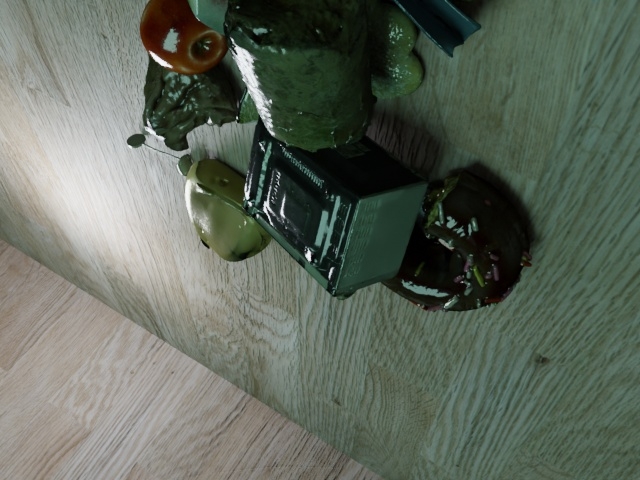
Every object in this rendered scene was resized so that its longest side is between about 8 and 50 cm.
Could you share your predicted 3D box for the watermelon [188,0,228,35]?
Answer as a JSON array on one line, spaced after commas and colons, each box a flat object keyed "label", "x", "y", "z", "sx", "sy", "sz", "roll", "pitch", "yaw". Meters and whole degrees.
[{"label": "watermelon", "x": -0.118, "y": -0.442, "z": 1.024, "sx": 0.232, "sy": 0.193, "sz": 0.310, "roll": 0, "pitch": 104, "yaw": 68}]

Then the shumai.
[{"label": "shumai", "x": -0.292, "y": -0.294, "z": 1.396, "sx": 0.184, "sy": 0.185, "sz": 0.218, "roll": 9, "pitch": 141, "yaw": 40}]

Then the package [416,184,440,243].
[{"label": "package", "x": 0.195, "y": -0.059, "z": 1.366, "sx": 0.171, "sy": 0.027, "sz": 0.173, "roll": 24, "pitch": 149, "yaw": 17}]

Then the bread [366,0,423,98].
[{"label": "bread", "x": 0.040, "y": -0.343, "z": 1.098, "sx": 0.286, "sy": 0.056, "sz": 0.207, "roll": 27, "pitch": 151, "yaw": 16}]

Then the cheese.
[{"label": "cheese", "x": -0.234, "y": -0.053, "z": 1.758, "sx": 0.259, "sy": 0.128, "sz": 0.316, "roll": 38, "pitch": 146, "yaw": 15}]

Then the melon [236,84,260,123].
[{"label": "melon", "x": -0.077, "y": -0.298, "z": 1.283, "sx": 0.139, "sy": 0.093, "sz": 0.202, "roll": 18, "pitch": 126, "yaw": -20}]

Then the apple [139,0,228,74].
[{"label": "apple", "x": -0.242, "y": -0.381, "z": 1.246, "sx": 0.139, "sy": 0.163, "sz": 0.163, "roll": 40, "pitch": 154, "yaw": 25}]

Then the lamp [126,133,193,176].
[{"label": "lamp", "x": -0.418, "y": -0.225, "z": 1.778, "sx": 0.198, "sy": 0.050, "sz": 0.056, "roll": 24, "pitch": 150, "yaw": 22}]

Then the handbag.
[{"label": "handbag", "x": 0.115, "y": -0.344, "z": 0.945, "sx": 0.221, "sy": 0.057, "sz": 0.144, "roll": 41, "pitch": -166, "yaw": -7}]

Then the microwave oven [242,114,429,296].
[{"label": "microwave oven", "x": 0.008, "y": -0.079, "z": 1.229, "sx": 0.295, "sy": 0.181, "sz": 0.237, "roll": 43, "pitch": 135, "yaw": 36}]

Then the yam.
[{"label": "yam", "x": -0.023, "y": -0.262, "z": 0.974, "sx": 0.195, "sy": 0.195, "sz": 0.300, "roll": 27, "pitch": 165, "yaw": 18}]

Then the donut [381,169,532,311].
[{"label": "donut", "x": 0.241, "y": 0.031, "z": 1.301, "sx": 0.259, "sy": 0.136, "sz": 0.345, "roll": 42, "pitch": 146, "yaw": -13}]

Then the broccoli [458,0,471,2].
[{"label": "broccoli", "x": 0.185, "y": -0.351, "z": 0.890, "sx": 0.092, "sy": 0.097, "sz": 0.095, "roll": 7, "pitch": 136, "yaw": -23}]

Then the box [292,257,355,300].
[{"label": "box", "x": 0.000, "y": 0.000, "z": 1.541, "sx": 0.178, "sy": 0.138, "sz": 0.274, "roll": 32, "pitch": 163, "yaw": 31}]
